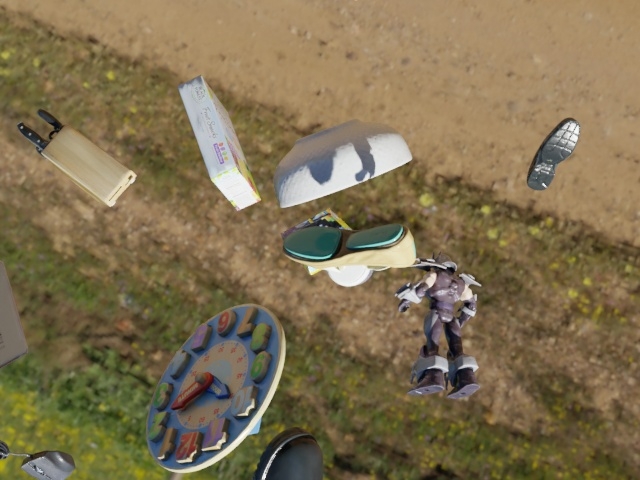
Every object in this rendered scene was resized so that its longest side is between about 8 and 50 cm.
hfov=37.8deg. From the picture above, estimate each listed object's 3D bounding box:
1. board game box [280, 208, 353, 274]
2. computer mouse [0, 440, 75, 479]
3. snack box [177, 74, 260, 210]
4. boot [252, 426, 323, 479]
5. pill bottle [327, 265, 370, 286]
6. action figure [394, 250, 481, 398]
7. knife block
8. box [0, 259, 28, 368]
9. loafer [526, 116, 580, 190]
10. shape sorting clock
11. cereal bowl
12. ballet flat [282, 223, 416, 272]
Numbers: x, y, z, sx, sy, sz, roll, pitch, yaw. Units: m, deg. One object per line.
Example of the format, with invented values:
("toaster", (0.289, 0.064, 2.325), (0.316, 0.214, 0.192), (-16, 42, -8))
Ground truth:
("board game box", (0.000, 0.000, 2.244), (0.170, 0.141, 0.048), (44, 157, 57))
("computer mouse", (-0.526, 0.396, 1.672), (0.071, 0.041, 0.242), (-24, 149, 19))
("snack box", (-0.124, -0.119, 1.152), (0.037, 0.141, 0.100), (-24, 155, 4))
("boot", (0.000, 0.373, 1.104), (0.094, 0.247, 0.207), (5, -165, -43))
("pill bottle", (0.050, 0.040, 1.600), (0.078, 0.078, 0.137), (23, -179, 7))
("action figure", (0.225, 0.148, 1.756), (0.185, 0.285, 0.099), (14, 152, -23))
("knife block", (-0.535, -0.188, 2.015), (0.242, 0.088, 0.275), (42, 170, -21))
("box", (-0.551, 0.109, 1.330), (0.232, 0.126, 0.149), (3, 112, 36))
("loafer", (0.453, -0.179, 1.839), (0.062, 0.061, 0.170), (20, 130, -10))
("shape sorting clock", (-0.120, 0.158, 1.034), (0.206, 0.206, 0.040), (-3, 148, 46))
("cereal bowl", (0.039, -0.199, 2.226), (0.339, 0.338, 0.141), (-12, 99, 53))
("ballet flat", (0.044, 0.022, 1.478), (0.232, 0.080, 0.073), (-2, 134, 35))
